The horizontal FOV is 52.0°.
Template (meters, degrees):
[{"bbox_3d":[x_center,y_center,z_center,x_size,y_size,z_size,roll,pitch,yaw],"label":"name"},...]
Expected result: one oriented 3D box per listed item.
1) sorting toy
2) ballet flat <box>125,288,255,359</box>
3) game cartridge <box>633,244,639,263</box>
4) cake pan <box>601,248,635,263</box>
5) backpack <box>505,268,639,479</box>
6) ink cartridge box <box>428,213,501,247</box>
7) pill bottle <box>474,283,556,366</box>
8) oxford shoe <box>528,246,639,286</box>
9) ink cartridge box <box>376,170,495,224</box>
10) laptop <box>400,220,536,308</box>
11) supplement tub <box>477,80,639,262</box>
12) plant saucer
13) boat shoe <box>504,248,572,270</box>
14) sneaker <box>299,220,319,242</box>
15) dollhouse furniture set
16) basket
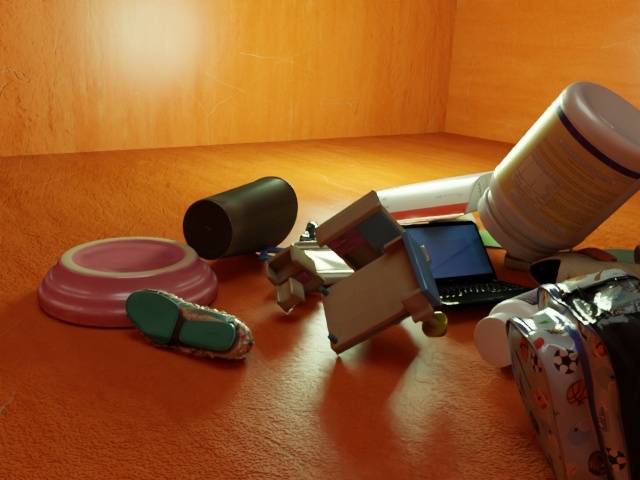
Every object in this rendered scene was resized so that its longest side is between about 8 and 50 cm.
[{"bbox_3d":[0.041,0.057,1.419,0.348,0.047,0.196,-1,21,-11],"label":"sorting toy"},{"bbox_3d":[-0.210,0.142,1.060,0.241,0.091,0.077,17,-9,28],"label":"ballet flat"},{"bbox_3d":[0.707,0.110,1.175,0.198,0.062,0.297,7,37,1],"label":"game cartridge"},{"bbox_3d":[0.707,0.080,1.424,0.293,0.054,0.293,3,17,-1],"label":"cake pan"},{"bbox_3d":[0.341,0.162,0.784,0.213,0.276,0.263,-8,11,12],"label":"backpack"},{"bbox_3d":[0.411,-0.030,1.755,0.235,0.056,0.171,2,16,6],"label":"ink cartridge box"},{"bbox_3d":[0.339,0.141,1.064,0.194,0.108,0.108,-11,21,-40],"label":"pill bottle"},{"bbox_3d":[0.521,0.102,1.206,0.147,0.140,0.397,-3,6,-7],"label":"oxford shoe"},{"bbox_3d":[0.244,-0.099,1.638,0.308,0.091,0.385,-5,5,38],"label":"ink cartridge box"},{"bbox_3d":[0.291,0.040,1.338,0.234,0.136,0.264,-4,7,-21],"label":"laptop"},{"bbox_3d":[0.506,-0.132,1.358,0.241,0.331,0.241,19,42,-18],"label":"supplement tub"},{"bbox_3d":[-0.364,0.065,1.257,0.332,0.084,0.332,3,16,-1],"label":"plant saucer"},{"bbox_3d":[0.550,-0.009,1.612,0.113,0.103,0.302,14,20,34],"label":"boat shoe"},{"bbox_3d":[0.000,-0.003,1.606,0.089,0.051,0.170,6,21,10],"label":"sneaker"},{"bbox_3d":[0.083,0.118,1.156,0.286,0.198,0.303,-33,38,17],"label":"dollhouse furniture set"},{"bbox_3d":[-0.180,-0.042,1.430,0.154,0.204,0.227,48,26,11],"label":"basket"}]
